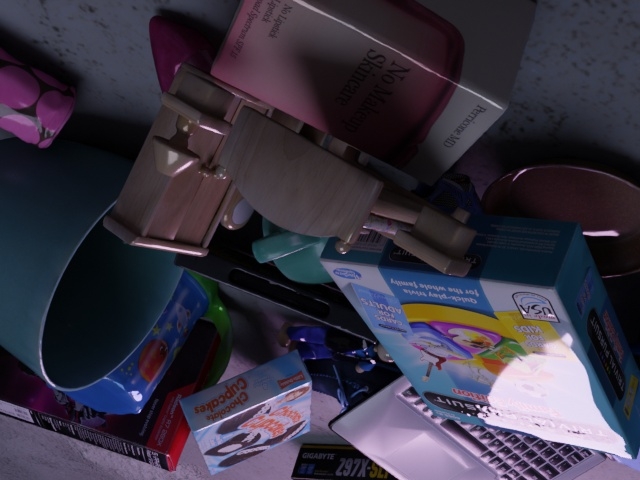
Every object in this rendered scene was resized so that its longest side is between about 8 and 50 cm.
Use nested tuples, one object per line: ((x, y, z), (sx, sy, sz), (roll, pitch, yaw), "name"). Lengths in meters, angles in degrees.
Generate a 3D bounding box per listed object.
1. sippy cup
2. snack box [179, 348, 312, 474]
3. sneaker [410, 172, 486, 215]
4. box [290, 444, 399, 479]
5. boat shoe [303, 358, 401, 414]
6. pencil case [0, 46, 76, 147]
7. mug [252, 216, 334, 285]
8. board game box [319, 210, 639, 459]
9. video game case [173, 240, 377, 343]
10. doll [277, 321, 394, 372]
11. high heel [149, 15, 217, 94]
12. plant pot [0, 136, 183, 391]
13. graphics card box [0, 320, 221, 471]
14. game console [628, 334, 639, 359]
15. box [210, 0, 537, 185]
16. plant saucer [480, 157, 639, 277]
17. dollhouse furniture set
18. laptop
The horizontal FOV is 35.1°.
((-0.295, 0.122, 1.469), (0.305, 0.224, 0.240), (11, 148, 17), "sippy cup")
((-0.109, 0.276, 1.583), (0.187, 0.060, 0.322), (-23, 159, -10), "snack box")
((0.124, -0.019, 1.141), (0.083, 0.087, 0.221), (-3, 170, -25), "sneaker")
((0.142, 0.483, 1.935), (0.322, 0.079, 0.257), (-8, 141, 39), "box")
((0.075, 0.238, 1.563), (0.258, 0.089, 0.109), (6, 148, 30), "boat shoe")
((-0.382, -0.191, 1.153), (0.209, 0.098, 0.095), (33, 103, -19), "pencil case")
((0.009, -0.010, 1.138), (0.097, 0.157, 0.129), (-16, 128, 42), "mug")
((0.184, 0.100, 1.068), (0.254, 0.079, 0.336), (6, 147, 36), "board game box")
((-0.051, 0.059, 1.278), (0.248, 0.035, 0.275), (22, 180, -2), "video game case")
((0.036, 0.157, 1.499), (0.189, 0.046, 0.129), (-1, 135, 30), "doll")
((-0.144, -0.147, 1.118), (0.117, 0.082, 0.244), (49, 167, 11), "high heel")
((-0.338, 0.004, 1.262), (0.235, 0.293, 0.293), (27, 152, 17), "plant pot")
((-0.367, 0.200, 1.630), (0.371, 0.232, 0.094), (17, 151, 7), "graphics card box")
((0.490, 0.184, 1.128), (0.293, 0.173, 0.250), (-2, 118, 35), "game console")
((0.044, -0.174, 0.882), (0.232, 0.126, 0.148), (26, 149, -8), "box")
((0.270, -0.029, 1.070), (0.199, 0.036, 0.198), (14, 149, 9), "plant saucer")
((0.000, 0.000, 0.912), (0.355, 0.173, 0.303), (32, -170, 28), "dollhouse furniture set")
((0.295, 0.317, 1.397), (0.408, 0.236, 0.382), (-37, 122, 18), "laptop")
